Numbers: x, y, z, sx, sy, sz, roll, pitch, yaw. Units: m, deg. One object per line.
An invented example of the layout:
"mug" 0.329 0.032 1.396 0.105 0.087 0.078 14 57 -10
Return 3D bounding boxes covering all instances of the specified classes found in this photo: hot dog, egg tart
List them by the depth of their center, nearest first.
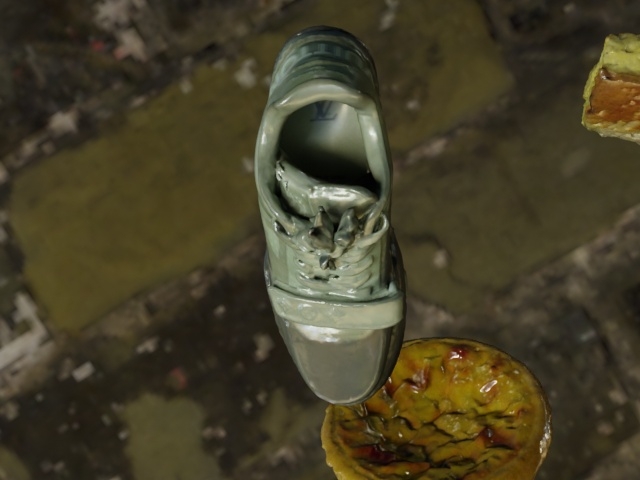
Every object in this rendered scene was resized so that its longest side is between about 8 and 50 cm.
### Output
"hot dog" 0.172 -0.070 0.724 0.078 0.061 0.169 -18 -28 35
"egg tart" 0.106 0.201 1.364 0.203 0.147 0.202 -5 41 4

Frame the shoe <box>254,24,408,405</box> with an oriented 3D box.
"shoe" 0.003 0.000 1.112 0.109 0.293 0.149 -3 16 6
